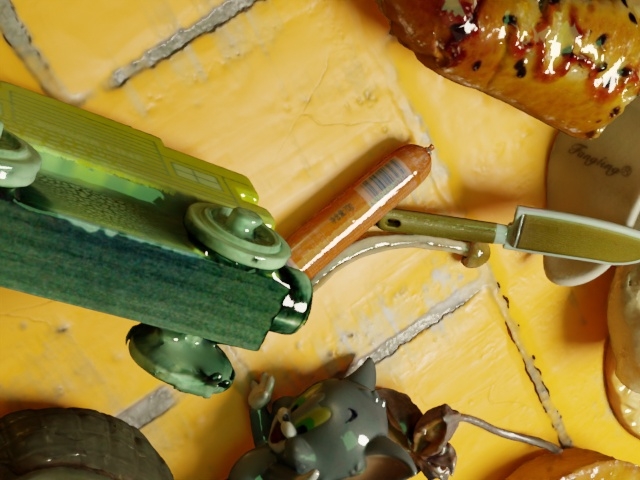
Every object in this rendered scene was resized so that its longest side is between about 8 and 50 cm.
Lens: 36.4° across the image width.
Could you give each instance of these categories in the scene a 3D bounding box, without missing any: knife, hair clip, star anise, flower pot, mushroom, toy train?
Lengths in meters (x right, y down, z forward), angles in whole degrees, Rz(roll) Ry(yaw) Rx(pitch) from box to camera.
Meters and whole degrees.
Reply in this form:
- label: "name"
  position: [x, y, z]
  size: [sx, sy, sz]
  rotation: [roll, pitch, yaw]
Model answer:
- label: "knife"
  position: [0.236, -0.011, 1.137]
  size: [0.343, 0.027, 0.061]
  rotation: [9, 125, 1]
- label: "hair clip"
  position: [0.362, -0.077, 1.199]
  size: [0.113, 0.172, 0.282]
  rotation: [-3, 118, -33]
- label: "star anise"
  position: [0.196, 0.229, 1.236]
  size: [0.227, 0.148, 0.218]
  rotation: [-28, 80, -44]
- label: "flower pot"
  position: [-0.282, 0.315, 0.973]
  size: [0.302, 0.213, 0.301]
  rotation: [-6, 106, -23]
- label: "mushroom"
  position: [0.066, 0.029, 1.156]
  size: [0.306, 0.043, 0.068]
  rotation: [-11, 87, -19]
- label: "toy train"
  position: [-0.223, -0.021, 0.881]
  size: [0.442, 0.272, 0.179]
  rotation: [19, 109, -27]

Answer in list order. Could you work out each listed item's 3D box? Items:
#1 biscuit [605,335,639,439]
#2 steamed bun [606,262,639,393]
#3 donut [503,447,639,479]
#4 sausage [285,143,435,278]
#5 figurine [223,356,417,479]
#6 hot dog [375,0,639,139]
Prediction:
- label: "biscuit"
  position: [0.540, 0.207, 1.407]
  size: [0.309, 0.040, 0.204]
  rotation: [-3, 105, -23]
- label: "steamed bun"
  position: [0.440, 0.113, 1.275]
  size: [0.212, 0.110, 0.231]
  rotation: [-38, 90, -36]
- label: "donut"
  position: [0.335, 0.405, 1.328]
  size: [0.278, 0.108, 0.277]
  rotation: [-6, 106, -23]
- label: "sausage"
  position: [0.000, 0.000, 1.106]
  size: [0.348, 0.053, 0.053]
  rotation: [-41, 116, -10]
- label: "figurine"
  position: [-0.025, 0.261, 1.102]
  size: [0.140, 0.193, 0.265]
  rotation: [31, 102, -29]
- label: "hot dog"
  position: [0.225, -0.334, 1.050]
  size: [0.365, 0.196, 0.367]
  rotation: [18, 93, -23]
